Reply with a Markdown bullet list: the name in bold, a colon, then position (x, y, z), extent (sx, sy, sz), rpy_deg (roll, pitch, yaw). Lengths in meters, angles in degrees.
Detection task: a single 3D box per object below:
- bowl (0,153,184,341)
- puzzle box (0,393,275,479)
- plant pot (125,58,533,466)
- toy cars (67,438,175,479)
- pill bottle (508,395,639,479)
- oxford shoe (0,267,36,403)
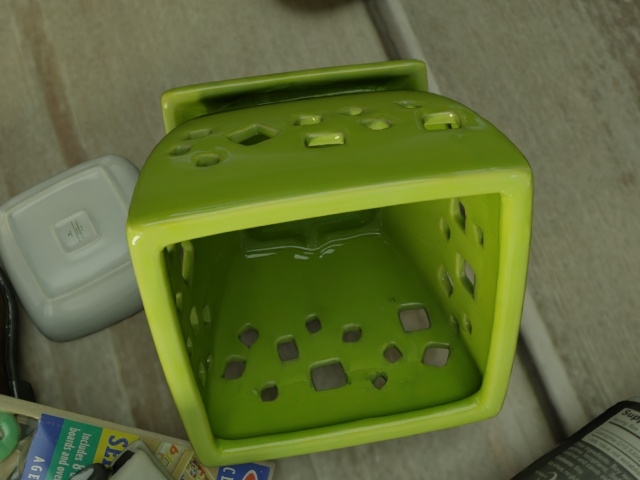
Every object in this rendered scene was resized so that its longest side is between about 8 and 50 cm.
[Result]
- **bowl**: position (-0.199, 0.001, 0.616), extent (0.142, 0.053, 0.142), rpy_deg (-28, 78, -10)
- **puzzle box**: position (-0.198, 0.312, 0.452), extent (0.272, 0.052, 0.408), rpy_deg (24, 70, -30)
- **plant pot**: position (0.000, 0.000, 0.524), extent (0.227, 0.228, 0.207), rpy_deg (-9, 39, -5)
- **toy cars**: position (-0.226, 0.206, 0.365), extent (0.394, 0.087, 0.176), rpy_deg (4, 80, -33)
- **pill bottle**: position (0.225, 0.212, 0.517), extent (0.278, 0.162, 0.162), rpy_deg (-30, 77, -12)
- **oxford shoe**: position (-0.289, 0.072, 0.561), extent (0.083, 0.096, 0.227), rpy_deg (-29, 72, 8)
